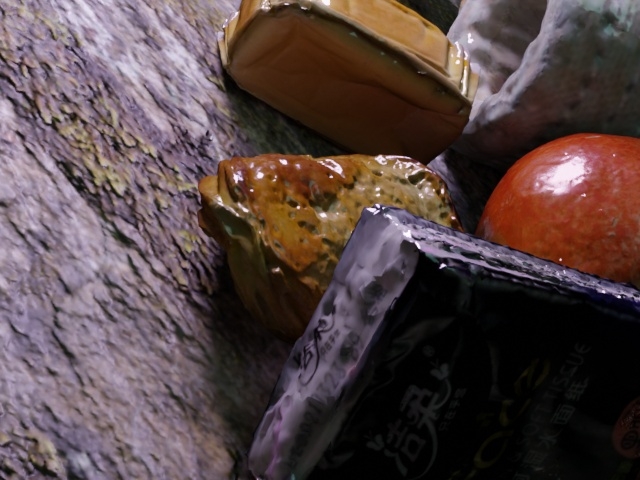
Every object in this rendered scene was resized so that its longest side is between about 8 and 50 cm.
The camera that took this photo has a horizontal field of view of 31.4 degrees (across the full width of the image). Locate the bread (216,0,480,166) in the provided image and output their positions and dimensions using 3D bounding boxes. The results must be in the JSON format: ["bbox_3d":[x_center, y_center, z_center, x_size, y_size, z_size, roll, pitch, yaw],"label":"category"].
[{"bbox_3d":[0.029,-0.172,1.103,0.241,0.136,0.107,27,43,-21],"label":"bread"}]

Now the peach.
[{"bbox_3d":[0.241,0.026,1.079,0.232,0.256,0.232,-19,90,-82],"label":"peach"}]

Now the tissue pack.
[{"bbox_3d":[0.129,0.126,0.870,0.332,0.245,0.123,16,16,-33],"label":"tissue pack"}]

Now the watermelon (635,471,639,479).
[{"bbox_3d":[0.257,0.191,1.020,0.071,0.139,0.187,-12,56,-19],"label":"watermelon"}]

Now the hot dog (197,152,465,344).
[{"bbox_3d":[0.000,0.001,0.955,0.259,0.114,0.175,-3,65,-41],"label":"hot dog"}]

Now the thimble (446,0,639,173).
[{"bbox_3d":[0.261,-0.203,1.207,0.195,0.291,0.292,20,46,-21],"label":"thimble"}]
